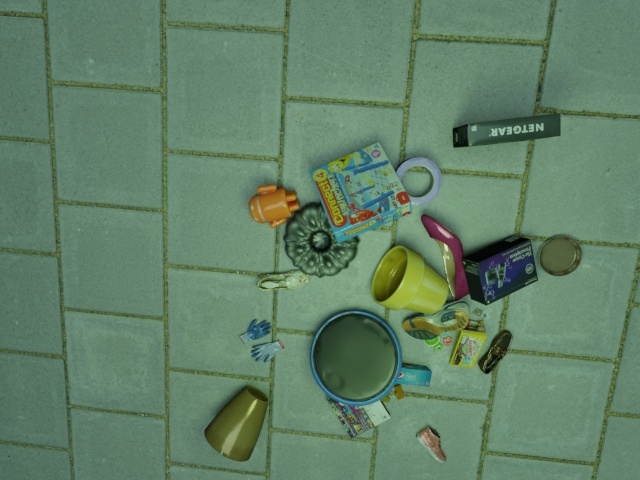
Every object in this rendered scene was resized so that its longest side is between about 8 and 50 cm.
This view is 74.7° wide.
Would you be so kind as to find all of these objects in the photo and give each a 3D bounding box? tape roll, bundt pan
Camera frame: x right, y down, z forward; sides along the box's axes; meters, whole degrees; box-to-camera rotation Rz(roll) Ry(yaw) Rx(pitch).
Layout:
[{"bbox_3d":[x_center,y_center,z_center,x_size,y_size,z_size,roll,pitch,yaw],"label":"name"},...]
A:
[{"bbox_3d":[0.384,-0.237,1.676,0.188,0.080,0.189,1,100,4],"label":"tape roll"},{"bbox_3d":[0.000,0.000,1.714,0.329,0.124,0.332,0,95,4],"label":"bundt pan"}]

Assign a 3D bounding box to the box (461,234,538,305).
[{"bbox_3d":[0.709,0.115,1.654,0.260,0.103,0.185,-22,107,-14],"label":"box"}]

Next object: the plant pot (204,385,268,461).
[{"bbox_3d":[-0.348,0.794,1.874,0.237,0.237,0.255,31,86,-2],"label":"plant pot"}]

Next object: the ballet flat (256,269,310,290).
[{"bbox_3d":[-0.163,0.182,1.800,0.240,0.077,0.091,-10,99,6],"label":"ballet flat"}]

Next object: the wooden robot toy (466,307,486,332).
[{"bbox_3d":[0.661,0.378,1.769,0.076,0.079,0.174,7,101,3],"label":"wooden robot toy"}]

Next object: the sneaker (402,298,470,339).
[{"bbox_3d":[0.487,0.326,1.752,0.296,0.131,0.112,-20,108,36],"label":"sneaker"}]

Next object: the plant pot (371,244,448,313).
[{"bbox_3d":[0.369,0.180,1.683,0.238,0.254,0.254,26,102,-16],"label":"plant pot"}]

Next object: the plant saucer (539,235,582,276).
[{"bbox_3d":[0.972,0.062,1.710,0.168,0.029,0.169,1,101,4],"label":"plant saucer"}]

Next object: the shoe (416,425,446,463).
[{"bbox_3d":[0.520,0.919,1.889,0.178,0.063,0.081,45,106,0],"label":"shoe"}]

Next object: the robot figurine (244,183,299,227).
[{"bbox_3d":[-0.196,-0.140,1.716,0.219,0.158,0.128,-13,65,7],"label":"robot figurine"}]

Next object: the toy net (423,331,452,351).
[{"bbox_3d":[0.551,0.379,1.795,0.122,0.045,0.232,45,100,-4],"label":"toy net"}]

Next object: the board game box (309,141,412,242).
[{"bbox_3d":[0.147,-0.188,1.605,0.301,0.086,0.309,-23,62,2],"label":"board game box"}]

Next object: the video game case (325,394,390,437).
[{"bbox_3d":[0.170,0.748,1.895,0.210,0.042,0.232,-31,97,7],"label":"video game case"}]

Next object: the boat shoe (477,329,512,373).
[{"bbox_3d":[0.752,0.479,1.785,0.073,0.073,0.207,29,100,0],"label":"boat shoe"}]

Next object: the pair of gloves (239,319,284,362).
[{"bbox_3d":[-0.267,0.450,1.887,0.159,0.023,0.198,-29,98,7],"label":"pair of gloves"}]

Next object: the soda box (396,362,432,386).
[{"bbox_3d":[0.368,0.574,1.808,0.209,0.067,0.071,10,94,-13],"label":"soda box"}]

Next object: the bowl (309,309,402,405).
[{"bbox_3d":[0.144,0.481,1.745,0.390,0.077,0.392,-2,72,7],"label":"bowl"}]

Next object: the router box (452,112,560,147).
[{"bbox_3d":[0.667,-0.398,1.540,0.308,0.243,0.081,-5,100,5],"label":"router box"}]

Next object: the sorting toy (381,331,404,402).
[{"bbox_3d":[0.257,0.570,1.846,0.228,0.041,0.308,-17,99,-6],"label":"sorting toy"}]

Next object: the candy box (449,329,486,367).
[{"bbox_3d":[0.621,0.460,1.775,0.105,0.027,0.206,5,125,2],"label":"candy box"}]

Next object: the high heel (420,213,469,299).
[{"bbox_3d":[0.501,0.070,1.696,0.377,0.127,0.181,44,94,-6],"label":"high heel"}]
